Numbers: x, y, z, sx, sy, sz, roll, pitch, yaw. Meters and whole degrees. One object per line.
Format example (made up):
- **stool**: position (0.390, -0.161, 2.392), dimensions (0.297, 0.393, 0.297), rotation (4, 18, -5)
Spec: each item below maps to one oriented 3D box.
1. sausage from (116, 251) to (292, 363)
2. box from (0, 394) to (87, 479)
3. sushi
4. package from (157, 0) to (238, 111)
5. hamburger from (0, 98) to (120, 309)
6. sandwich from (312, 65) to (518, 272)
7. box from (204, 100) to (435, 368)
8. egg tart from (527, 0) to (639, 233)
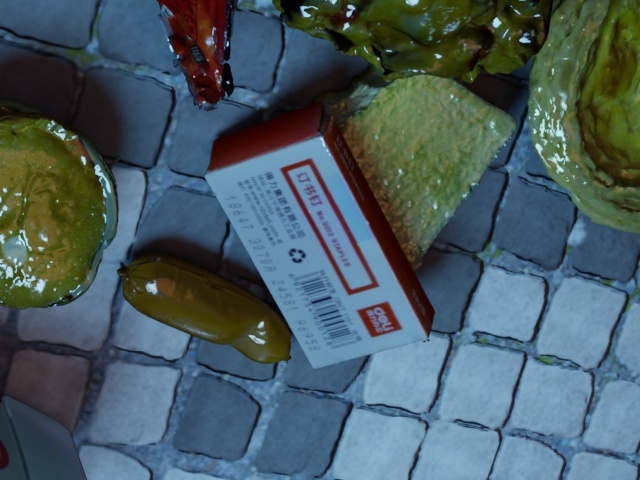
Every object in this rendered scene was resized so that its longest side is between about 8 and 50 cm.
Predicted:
- **sausage**: position (-0.098, 0.058, 1.313), dimensions (0.183, 0.054, 0.062), rotation (24, 132, -24)
- **box**: position (-0.372, 0.255, 1.135), dimensions (0.300, 0.312, 0.314), rotation (36, 93, -24)
- **sushi**: position (0.069, -0.223, 1.194), dimensions (0.213, 0.200, 0.204), rotation (-11, 93, -17)
- **package**: position (-0.096, -0.245, 1.161), dimensions (0.071, 0.194, 0.269), rotation (-12, 120, -21)
- **hamburger**: position (-0.249, -0.031, 1.212), dimensions (0.185, 0.113, 0.177), rotation (-27, 107, -18)
- **sandwich**: position (0.058, -0.072, 1.330), dimensions (0.162, 0.058, 0.193), rotation (32, 96, -22)
- **box**: position (0.000, 0.000, 1.300), dimensions (0.123, 0.050, 0.229), rotation (-18, 115, 25)
- **egg tart**: position (0.305, -0.146, 1.376), dimensions (0.279, 0.095, 0.279), rotation (-3, 101, -18)
